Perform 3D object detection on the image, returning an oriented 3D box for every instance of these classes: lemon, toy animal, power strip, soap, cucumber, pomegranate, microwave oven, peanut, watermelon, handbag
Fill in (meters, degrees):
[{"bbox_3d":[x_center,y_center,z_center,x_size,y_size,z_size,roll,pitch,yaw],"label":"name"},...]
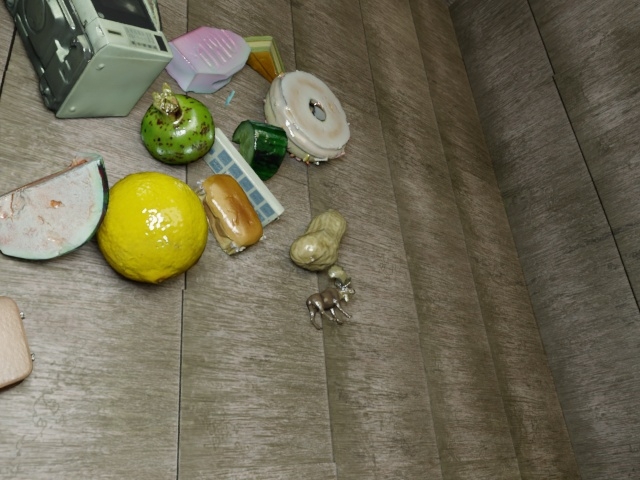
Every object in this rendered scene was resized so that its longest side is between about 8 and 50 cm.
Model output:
[{"bbox_3d":[-0.412,-0.033,1.300,0.293,0.293,0.293,23,52,-34],"label":"lemon"},{"bbox_3d":[0.043,0.182,1.754,0.214,0.094,0.186,-8,65,-38],"label":"toy animal"},{"bbox_3d":[-0.260,-0.200,1.670,0.367,0.106,0.043,51,38,-8],"label":"power strip"},{"bbox_3d":[-0.379,-0.623,1.804,0.193,0.109,0.324,49,41,-12],"label":"soap"},{"bbox_3d":[-0.200,-0.301,1.741,0.130,0.191,0.191,5,63,-33],"label":"cucumber"},{"bbox_3d":[-0.411,-0.330,1.505,0.211,0.263,0.211,0,70,-1],"label":"pomegranate"},{"bbox_3d":[-0.617,-0.568,1.366,0.247,0.333,0.394,-18,79,-52],"label":"microwave oven"},{"bbox_3d":[0.000,0.010,1.785,0.291,0.143,0.159,-53,140,-52],"label":"peanut"},{"bbox_3d":[-0.573,-0.090,1.158,0.180,0.305,0.224,42,29,-69],"label":"watermelon"},{"bbox_3d":[-0.666,0.209,1.058,0.151,0.072,0.193,-13,74,-47],"label":"handbag"}]

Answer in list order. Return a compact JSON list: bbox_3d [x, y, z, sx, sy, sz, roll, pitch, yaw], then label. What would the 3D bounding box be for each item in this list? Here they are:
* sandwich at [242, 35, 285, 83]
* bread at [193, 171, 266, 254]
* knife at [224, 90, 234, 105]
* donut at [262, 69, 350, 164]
[{"bbox_3d":[-0.232,-0.690,2.059,0.187,0.144,0.117,69,24,-49],"label":"sandwich"},{"bbox_3d":[-0.274,-0.082,1.589,0.136,0.107,0.241,-29,88,-46],"label":"bread"},{"bbox_3d":[-0.322,-0.503,1.865,0.014,0.005,0.091,37,46,-25],"label":"knife"},{"bbox_3d":[-0.054,-0.459,1.998,0.383,0.142,0.382,23,53,-35],"label":"donut"}]
